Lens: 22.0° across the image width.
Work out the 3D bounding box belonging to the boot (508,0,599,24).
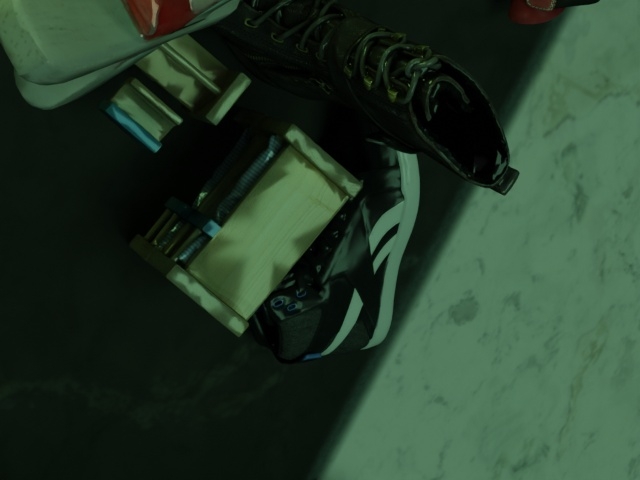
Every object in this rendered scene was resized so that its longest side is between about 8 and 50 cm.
[{"bbox_3d":[0.145,-0.247,1.185,0.244,0.088,0.176,6,110,-45],"label":"boot"}]

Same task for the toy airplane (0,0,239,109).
[{"bbox_3d":[-0.167,-0.243,0.725,0.272,0.384,0.386,2,113,-51],"label":"toy airplane"}]

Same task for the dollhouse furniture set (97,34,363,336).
[{"bbox_3d":[-0.096,-0.054,1.086,0.184,0.129,0.129,41,85,-20],"label":"dollhouse furniture set"}]

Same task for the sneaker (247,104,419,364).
[{"bbox_3d":[0.000,0.000,1.201,0.121,0.079,0.216,-17,124,-34],"label":"sneaker"}]

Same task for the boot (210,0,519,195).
[{"bbox_3d":[0.000,-0.137,1.022,0.091,0.229,0.263,-54,134,-2],"label":"boot"}]
